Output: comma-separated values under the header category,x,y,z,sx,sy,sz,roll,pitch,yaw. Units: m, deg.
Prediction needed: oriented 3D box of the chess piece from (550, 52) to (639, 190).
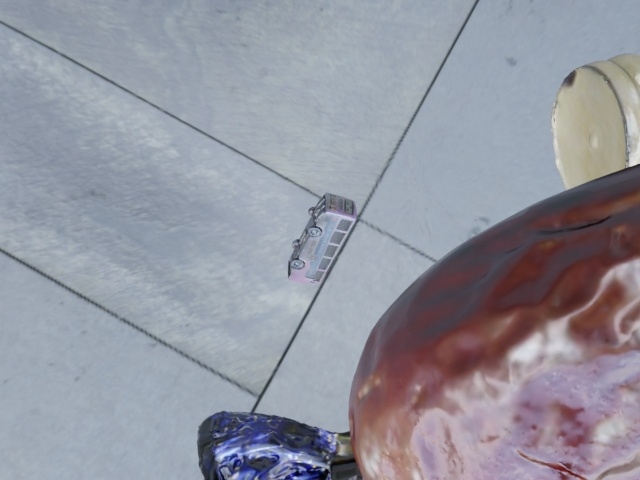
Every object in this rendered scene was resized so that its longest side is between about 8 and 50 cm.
category,x,y,z,sx,sy,sz,roll,pitch,yaw
chess piece,0.371,-0.128,0.783,0.307,0.124,0.138,-18,104,-10

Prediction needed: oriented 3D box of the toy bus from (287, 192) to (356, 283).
category,x,y,z,sx,sy,sz,roll,pitch,yaw
toy bus,0.000,0.000,1.034,0.052,0.037,0.130,13,135,-15

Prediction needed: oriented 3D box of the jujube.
category,x,y,z,sx,sy,sz,roll,pitch,yaw
jujube,0.164,0.079,0.562,0.318,0.223,0.223,-37,89,24

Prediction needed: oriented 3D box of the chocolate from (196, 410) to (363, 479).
category,x,y,z,sx,sy,sz,roll,pitch,yaw
chocolate,0.045,0.213,0.926,0.344,0.148,0.126,-16,131,7
